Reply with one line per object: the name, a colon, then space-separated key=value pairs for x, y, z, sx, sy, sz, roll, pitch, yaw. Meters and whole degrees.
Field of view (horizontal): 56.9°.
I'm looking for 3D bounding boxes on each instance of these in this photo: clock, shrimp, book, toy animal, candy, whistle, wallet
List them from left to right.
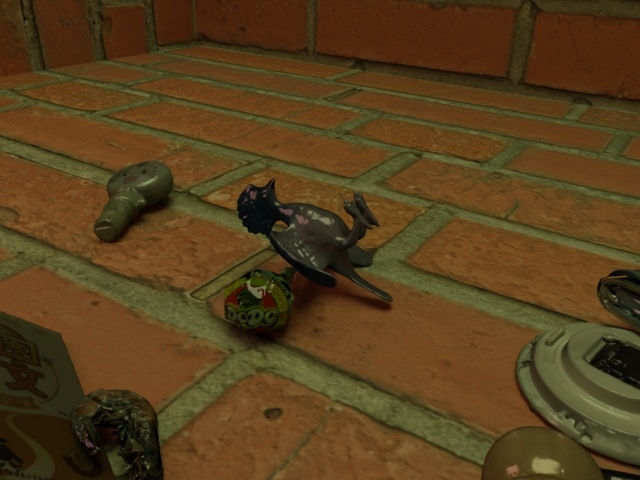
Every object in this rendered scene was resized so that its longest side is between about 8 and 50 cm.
book: x=-0.320 y=0.138 z=0.574 sx=0.208 sy=0.020 sz=0.295 roll=35 pitch=2 yaw=-42
shrimp: x=-0.195 y=0.199 z=0.574 sx=0.091 sy=0.034 sz=0.161 roll=14 pitch=17 yaw=-33
whistle: x=-0.348 y=-0.079 z=1.098 sx=0.126 sy=0.067 sz=0.258 roll=-8 pitch=30 yaw=9
candy: x=-0.055 y=0.049 z=0.873 sx=0.091 sy=0.083 sz=0.305 roll=13 pitch=21 yaw=11
toy animal: x=0.000 y=0.000 z=0.866 sx=0.176 sy=0.256 sz=0.239 roll=-32 pitch=-4 yaw=24
clock: x=0.352 y=0.159 z=0.690 sx=0.236 sy=0.053 sz=0.236 roll=2 pitch=26 yaw=-1
wallet: x=0.505 y=0.096 z=0.759 sx=0.250 sy=0.075 sz=0.176 roll=2 pitch=23 yaw=-30

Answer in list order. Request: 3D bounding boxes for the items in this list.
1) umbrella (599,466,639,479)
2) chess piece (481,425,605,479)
umbrella: x=0.369 y=0.244 z=0.519 sx=0.248 sy=0.071 sz=0.071 roll=4 pitch=27 yaw=14
chess piece: x=0.174 y=0.246 z=0.439 sx=0.142 sy=0.143 sz=0.261 roll=9 pitch=20 yaw=13
